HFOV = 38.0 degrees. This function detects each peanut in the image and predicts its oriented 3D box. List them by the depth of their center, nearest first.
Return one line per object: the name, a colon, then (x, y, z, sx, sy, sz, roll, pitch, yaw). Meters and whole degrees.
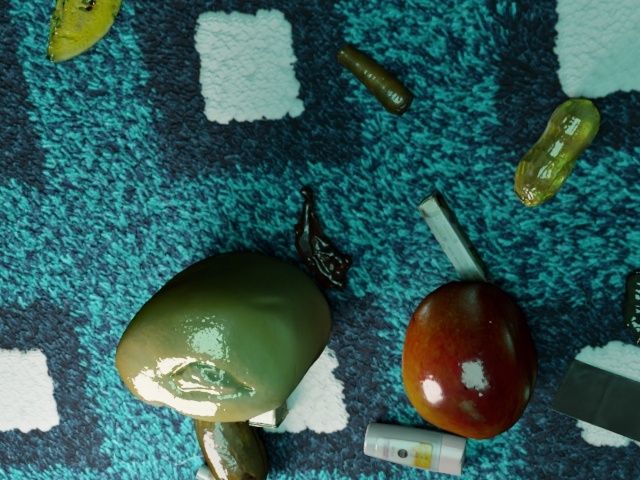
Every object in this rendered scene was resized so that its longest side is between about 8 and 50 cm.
peanut: (0.403, -0.151, 1.593, 0.087, 0.087, 0.207, 32, 110, 4)

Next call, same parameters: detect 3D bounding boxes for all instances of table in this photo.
table: (-0.104, 0.325, 1.884, 0.062, 0.079, 0.083, 4, 106, 16)

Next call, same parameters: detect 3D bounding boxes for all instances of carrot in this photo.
carrot: (0.098, -0.288, 1.656, 0.161, 0.055, 0.055, 44, 113, 7)

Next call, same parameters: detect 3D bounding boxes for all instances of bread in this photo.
bread: (-0.168, 0.161, 1.692, 0.347, 0.376, 0.253, 1, 106, 17)

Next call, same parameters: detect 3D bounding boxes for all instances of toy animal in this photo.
toy animal: (0.569, 0.119, 1.650, 0.065, 0.047, 0.136, 6, 110, 19)

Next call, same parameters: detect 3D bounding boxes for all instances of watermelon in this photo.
watermelon: (-0.432, -0.476, 1.702, 0.123, 0.129, 0.301, 24, 117, 10)

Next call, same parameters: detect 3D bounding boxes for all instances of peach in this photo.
peach: (0.272, 0.211, 1.662, 0.248, 0.245, 0.275, -9, 111, -8)

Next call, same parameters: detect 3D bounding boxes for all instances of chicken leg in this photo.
chicken leg: (-0.005, 0.004, 1.774, 0.089, 0.048, 0.219, -25, 98, 18)

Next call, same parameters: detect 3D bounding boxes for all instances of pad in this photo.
pad: (0.540, 0.301, 1.736, 0.193, 0.004, 0.116, 19, 111, 10)

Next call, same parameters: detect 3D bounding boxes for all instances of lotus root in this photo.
lotus root: (-0.184, 0.425, 1.912, 0.122, 0.124, 0.241, -17, 99, 13)

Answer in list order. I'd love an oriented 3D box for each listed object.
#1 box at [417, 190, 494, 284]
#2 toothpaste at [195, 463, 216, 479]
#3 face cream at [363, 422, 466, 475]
box: (0.250, 0.006, 1.702, 0.041, 0.050, 0.207, -30, 97, 23)
toothpaste: (-0.169, 0.537, 1.994, 0.205, 0.036, 0.056, 24, 110, 3)
face cream: (0.188, 0.411, 1.840, 0.198, 0.057, 0.084, 8, 109, 14)
